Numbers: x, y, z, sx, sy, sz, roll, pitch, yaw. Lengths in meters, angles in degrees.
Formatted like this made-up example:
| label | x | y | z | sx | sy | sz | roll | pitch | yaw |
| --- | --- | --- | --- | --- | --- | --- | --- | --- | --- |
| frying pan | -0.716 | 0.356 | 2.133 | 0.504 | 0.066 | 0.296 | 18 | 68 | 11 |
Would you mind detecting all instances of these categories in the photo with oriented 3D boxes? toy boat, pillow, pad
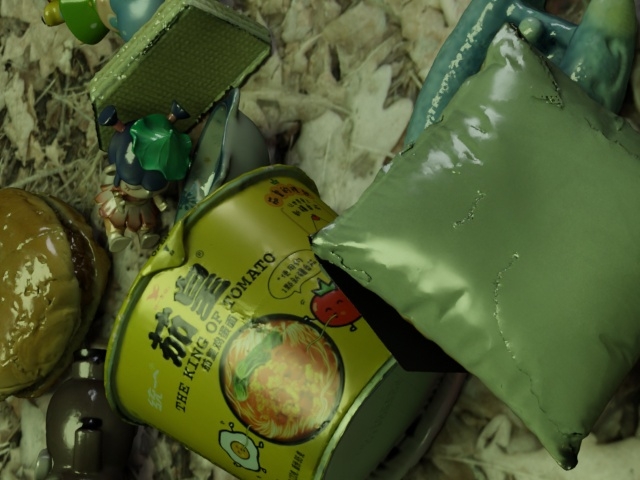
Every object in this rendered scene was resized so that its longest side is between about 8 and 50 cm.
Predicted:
| label | x | y | z | sx | sy | sz | roll | pitch | yaw |
| --- | --- | --- | --- | --- | --- | --- | --- | --- | --- |
| toy boat | 0.180 | -0.135 | 1.490 | 0.215 | 0.123 | 0.330 | 35 | 103 | 38 |
| pillow | 0.196 | -0.007 | 1.342 | 0.312 | 0.119 | 0.310 | 39 | 73 | 11 |
| pad | 0.123 | 0.073 | 1.403 | 0.159 | 0.265 | 0.009 | 51 | 121 | 35 |

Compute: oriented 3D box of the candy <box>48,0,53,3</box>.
| label | x | y | z | sx | sy | sz | roll | pitch | yaw |
| --- | --- | --- | --- | --- | --- | --- | --- | --- | --- |
| candy | -0.244 | -0.346 | 1.936 | 0.288 | 0.078 | 0.084 | -6 | 74 | 31 |

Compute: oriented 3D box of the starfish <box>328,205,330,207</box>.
| label | x | y | z | sx | sy | sz | roll | pitch | yaw |
| --- | --- | --- | --- | --- | --- | --- | --- | --- | --- |
| starfish | 0.000 | 0.000 | 1.677 | 0.091 | 0.028 | 0.078 | -7 | 85 | 37 |

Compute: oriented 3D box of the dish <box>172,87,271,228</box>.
| label | x | y | z | sx | sy | sz | roll | pitch | yaw |
| --- | --- | --- | --- | --- | --- | --- | --- | --- | --- |
| dish | -0.105 | -0.044 | 1.709 | 0.236 | 0.086 | 0.228 | 121 | 160 | -46 |

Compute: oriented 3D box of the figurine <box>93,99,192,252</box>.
| label | x | y | z | sx | sy | sz | roll | pitch | yaw |
| --- | --- | --- | --- | --- | --- | --- | --- | --- | --- |
| figurine | -0.227 | -0.081 | 1.806 | 0.102 | 0.111 | 0.195 | 63 | 142 | 28 |

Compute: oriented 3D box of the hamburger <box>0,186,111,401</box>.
| label | x | y | z | sx | sy | sz | roll | pitch | yaw |
| --- | --- | --- | --- | --- | --- | --- | --- | --- | --- |
| hamburger | -0.410 | 0.076 | 1.939 | 0.259 | 0.145 | 0.283 | 31 | 107 | 37 |

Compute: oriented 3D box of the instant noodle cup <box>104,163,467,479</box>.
| label | x | y | z | sx | sy | sz | roll | pitch | yaw |
| --- | --- | --- | --- | --- | --- | --- | --- | --- | --- |
| instant noodle cup | -0.020 | 0.121 | 1.494 | 0.254 | 0.325 | 0.325 | 35 | 105 | 25 |

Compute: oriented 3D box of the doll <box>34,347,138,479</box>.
| label | x | y | z | sx | sy | sz | roll | pitch | yaw |
| --- | --- | --- | --- | --- | --- | --- | --- | --- | --- |
| doll | -0.285 | 0.263 | 1.791 | 0.117 | 0.182 | 0.257 | 8 | 71 | -3 |

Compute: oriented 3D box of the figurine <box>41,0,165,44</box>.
| label | x | y | z | sx | sy | sz | roll | pitch | yaw |
| --- | --- | --- | --- | --- | --- | --- | --- | --- | --- |
| figurine | -0.242 | -0.309 | 1.854 | 0.263 | 0.143 | 0.162 | 7 | 107 | 35 |

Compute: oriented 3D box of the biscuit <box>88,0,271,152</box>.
| label | x | y | z | sx | sy | sz | roll | pitch | yaw |
| --- | --- | --- | --- | --- | --- | --- | --- | --- | --- |
| biscuit | -0.189 | -0.195 | 1.796 | 0.252 | 0.150 | 0.052 | -42 | 51 | 28 |
